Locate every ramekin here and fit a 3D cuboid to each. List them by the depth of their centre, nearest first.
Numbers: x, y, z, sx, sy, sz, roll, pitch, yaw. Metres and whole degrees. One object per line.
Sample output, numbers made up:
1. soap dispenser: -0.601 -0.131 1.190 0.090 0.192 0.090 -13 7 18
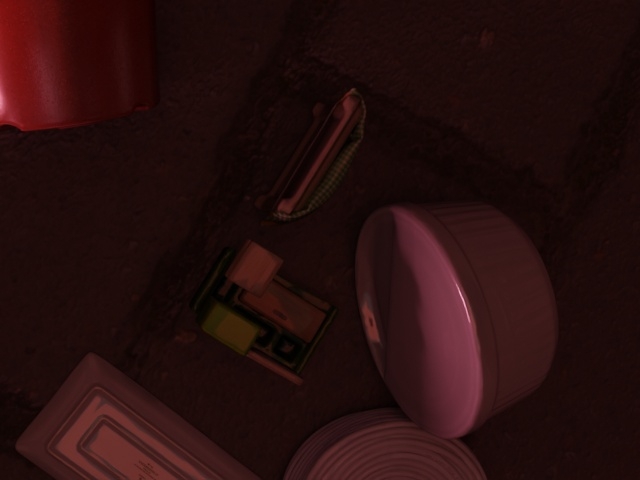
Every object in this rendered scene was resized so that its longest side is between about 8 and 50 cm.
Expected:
1. ramekin: 0.155 0.077 1.432 0.127 0.273 0.273 -16 97 -24

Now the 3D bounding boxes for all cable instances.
1. cable: 0.079 0.331 1.512 0.257 0.089 0.257 5 93 -13

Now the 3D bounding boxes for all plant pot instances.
1. plant pot: -0.284 -0.258 1.315 0.272 0.272 0.265 -9 103 -12

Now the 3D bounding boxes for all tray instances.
1. tray: -0.206 0.266 1.474 0.270 0.030 0.145 40 86 -12

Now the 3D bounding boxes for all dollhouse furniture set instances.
1. dollhouse furniture set: 0.000 0.000 1.416 0.151 0.197 0.302 32 87 -11
